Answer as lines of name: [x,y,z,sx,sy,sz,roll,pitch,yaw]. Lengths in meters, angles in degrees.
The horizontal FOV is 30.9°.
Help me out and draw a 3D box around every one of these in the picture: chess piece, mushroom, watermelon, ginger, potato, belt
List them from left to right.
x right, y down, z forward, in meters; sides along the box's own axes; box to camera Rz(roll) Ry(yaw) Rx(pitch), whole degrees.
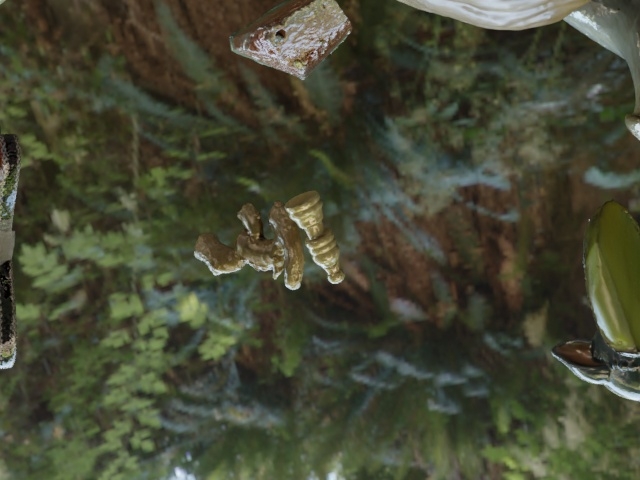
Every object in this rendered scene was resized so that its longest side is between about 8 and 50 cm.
belt: [-0.473,0.011,1.606,0.094,0.359,0.126,-7,-166,-34]
ginger: [-0.123,-0.002,2.053,0.258,0.149,0.065,8,179,40]
watermelon: [-0.030,-0.344,1.896,0.193,0.140,0.256,-41,-170,-8]
chess piece: [0.000,0.000,1.114,0.035,0.092,0.035,-23,-162,8]
potato: [0.335,0.049,1.316,0.054,0.119,0.198,-28,-124,36]
mushroom: [0.466,-0.280,1.648,0.177,0.126,0.397,-29,-139,11]

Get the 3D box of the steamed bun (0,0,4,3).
steamed bun: [-0.347,-0.341,1.130,0.225,0.200,0.170,-46,-161,2]

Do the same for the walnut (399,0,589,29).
walnut: [0.120,-0.309,0.816,0.344,0.306,0.306,36,-135,12]

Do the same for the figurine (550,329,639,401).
figurine: [0.452,0.165,1.462,0.193,0.140,0.265,-7,-144,-27]
